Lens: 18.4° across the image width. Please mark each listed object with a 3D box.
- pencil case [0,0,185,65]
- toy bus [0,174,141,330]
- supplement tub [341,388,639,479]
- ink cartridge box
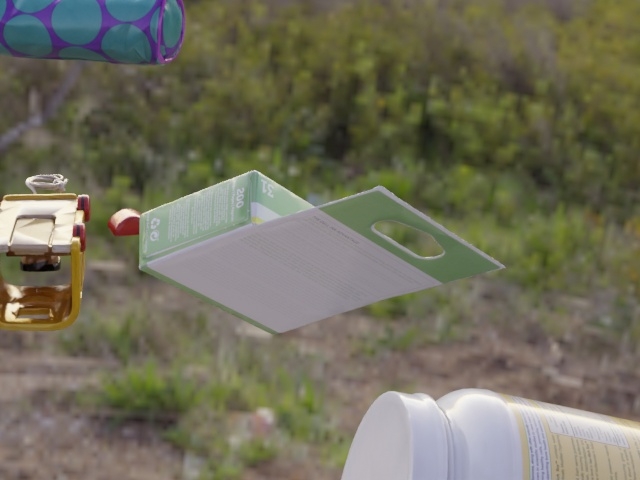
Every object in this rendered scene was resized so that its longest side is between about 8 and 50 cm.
[{"bbox_3d":[-0.174,-0.164,1.436,0.151,0.064,0.070,7,67,15],"label":"pencil case"},{"bbox_3d":[-0.269,0.019,1.871,0.191,0.104,0.202,15,21,39],"label":"toy bus"},{"bbox_3d":[0.199,0.268,1.806,0.331,0.241,0.241,13,29,-15],"label":"supplement tub"},{"bbox_3d":[0.000,0.000,1.532,0.171,0.235,0.056,30,50,-45],"label":"ink cartridge box"}]
